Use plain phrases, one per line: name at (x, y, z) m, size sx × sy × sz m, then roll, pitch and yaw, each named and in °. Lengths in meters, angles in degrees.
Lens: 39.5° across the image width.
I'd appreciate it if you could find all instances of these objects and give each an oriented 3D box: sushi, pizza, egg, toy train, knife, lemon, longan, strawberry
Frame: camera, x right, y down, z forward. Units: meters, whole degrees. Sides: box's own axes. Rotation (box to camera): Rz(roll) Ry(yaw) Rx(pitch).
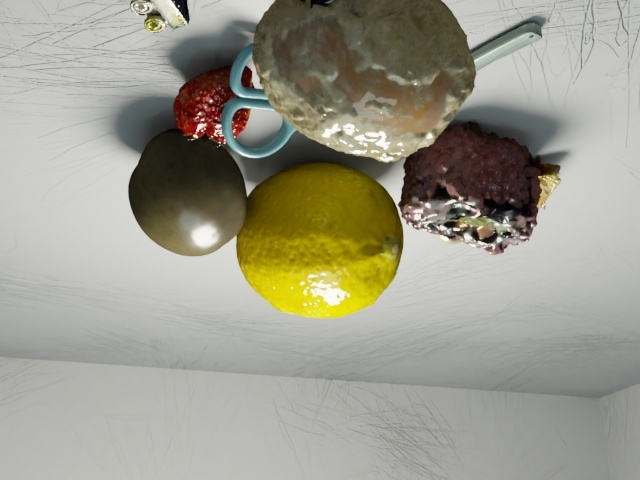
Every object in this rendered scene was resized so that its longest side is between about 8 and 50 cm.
sushi at (0.284, -0.081, 1.694) m, size 0.270 × 0.171 × 0.236 m, roll 18°, pitch 146°, yaw -15°
pizza at (0.408, -0.110, 1.811) m, size 0.154 × 0.069 × 0.194 m, roll 42°, pitch 129°, yaw -20°
egg at (0.061, -0.248, 1.236) m, size 0.310 × 0.279 × 0.279 m, roll 23°, pitch 163°, yaw 17°
toy train at (-0.235, -0.356, 1.210) m, size 0.081 × 0.060 × 0.202 m, roll -12°, pitch 157°, yaw 11°
knife at (0.280, -0.299, 1.414) m, size 0.044 × 0.023 × 0.162 m, roll 15°, pitch 152°, yaw -42°
lemon at (-0.002, 0.000, 1.748) m, size 0.336 × 0.336 × 0.336 m, roll -1°, pitch 157°, yaw 0°
longan at (-0.248, -0.092, 1.642) m, size 0.248 × 0.248 × 0.248 m, roll -1°, pitch 157°, yaw 0°
strawberry at (-0.173, -0.230, 1.455) m, size 0.131 × 0.131 × 0.148 m, roll 6°, pitch 124°, yaw -16°

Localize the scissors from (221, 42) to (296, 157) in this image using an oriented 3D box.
scissors at (0.044, -0.222, 1.497) m, size 0.447 × 0.193 × 0.029 m, roll 1°, pitch -156°, yaw -32°
